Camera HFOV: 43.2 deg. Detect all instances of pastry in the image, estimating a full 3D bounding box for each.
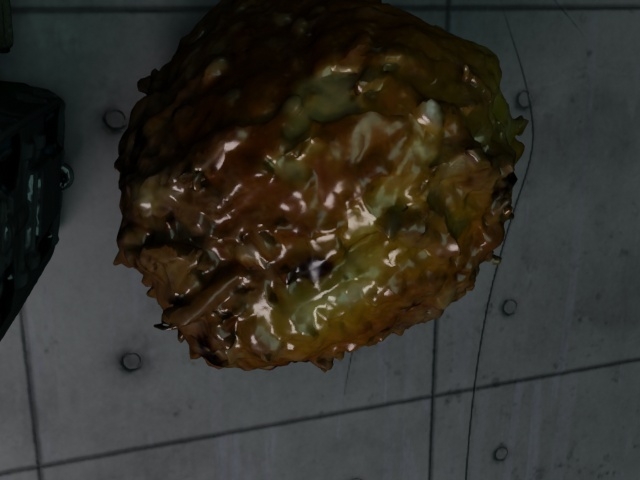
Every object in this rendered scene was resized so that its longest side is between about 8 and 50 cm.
[{"bbox_3d":[-0.027,-0.053,0.729,0.337,0.405,0.292,-39,130,-8],"label":"pastry"}]

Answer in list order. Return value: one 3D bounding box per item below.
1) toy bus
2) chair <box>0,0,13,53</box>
[{"bbox_3d":[-0.323,-0.035,0.654,0.200,0.343,0.183,6,103,-11],"label":"toy bus"},{"bbox_3d":[-0.349,-0.271,0.630,0.136,0.147,0.270,6,118,9],"label":"chair"}]
